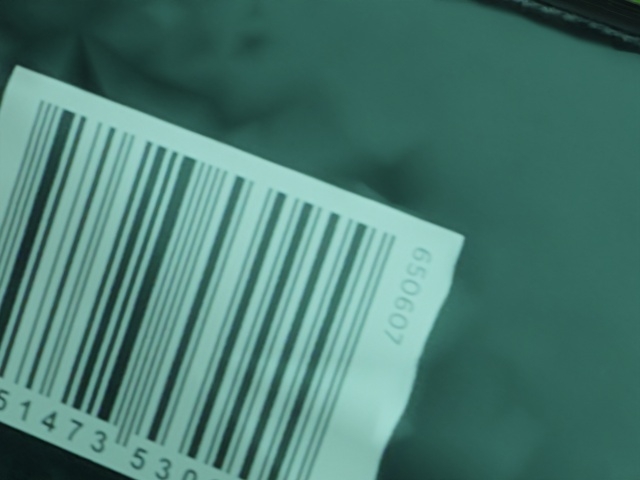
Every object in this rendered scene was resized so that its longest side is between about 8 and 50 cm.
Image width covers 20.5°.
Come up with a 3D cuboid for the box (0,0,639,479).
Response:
[{"bbox_3d":[0.000,0.000,0.802,0.480,0.472,0.297,21,100,11],"label":"box"}]
